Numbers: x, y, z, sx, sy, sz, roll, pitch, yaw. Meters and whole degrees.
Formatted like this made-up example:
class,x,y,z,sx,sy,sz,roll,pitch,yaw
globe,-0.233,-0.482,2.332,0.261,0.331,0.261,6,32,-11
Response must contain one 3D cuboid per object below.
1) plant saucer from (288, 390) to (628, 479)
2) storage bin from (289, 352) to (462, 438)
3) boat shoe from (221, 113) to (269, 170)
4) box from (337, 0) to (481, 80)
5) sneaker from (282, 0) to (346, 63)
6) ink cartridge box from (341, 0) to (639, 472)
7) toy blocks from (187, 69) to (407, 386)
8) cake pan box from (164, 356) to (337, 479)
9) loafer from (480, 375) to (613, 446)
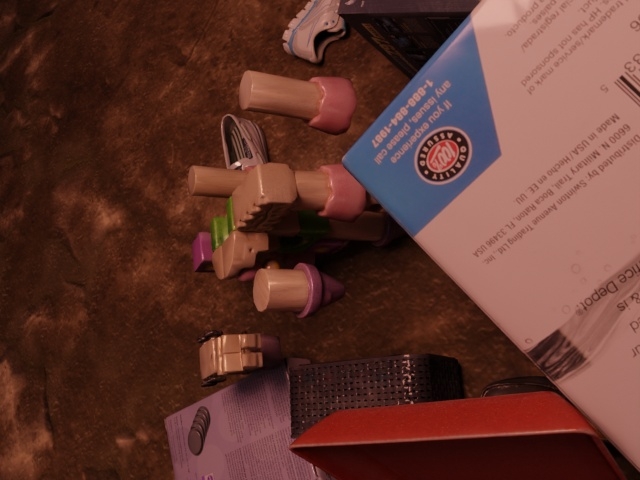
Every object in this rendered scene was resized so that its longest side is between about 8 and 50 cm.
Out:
class,x,y,z,sx,sy,sz,roll,pitch,yaw
plant saucer,0.146,0.211,0.527,0.259,0.258,0.047,-15,46,32
storage bin,0.063,0.183,0.657,0.180,0.122,0.084,-15,69,31
boat shoe,-0.117,-0.101,0.895,0.083,0.076,0.226,-35,60,23
box,0.158,-0.227,0.640,0.183,0.233,0.059,16,89,38
sneaker,0.022,-0.364,0.887,0.083,0.071,0.190,41,110,29
ink cartridge box,0.263,-0.030,0.430,0.395,0.166,0.285,47,118,6
toy blocks,0.000,0.000,0.703,0.288,0.260,0.308,-37,56,55
cake pan box,-0.087,0.324,0.758,0.246,0.070,0.266,-34,60,25
loafer,0.241,0.171,0.573,0.170,0.061,0.062,-3,76,35
